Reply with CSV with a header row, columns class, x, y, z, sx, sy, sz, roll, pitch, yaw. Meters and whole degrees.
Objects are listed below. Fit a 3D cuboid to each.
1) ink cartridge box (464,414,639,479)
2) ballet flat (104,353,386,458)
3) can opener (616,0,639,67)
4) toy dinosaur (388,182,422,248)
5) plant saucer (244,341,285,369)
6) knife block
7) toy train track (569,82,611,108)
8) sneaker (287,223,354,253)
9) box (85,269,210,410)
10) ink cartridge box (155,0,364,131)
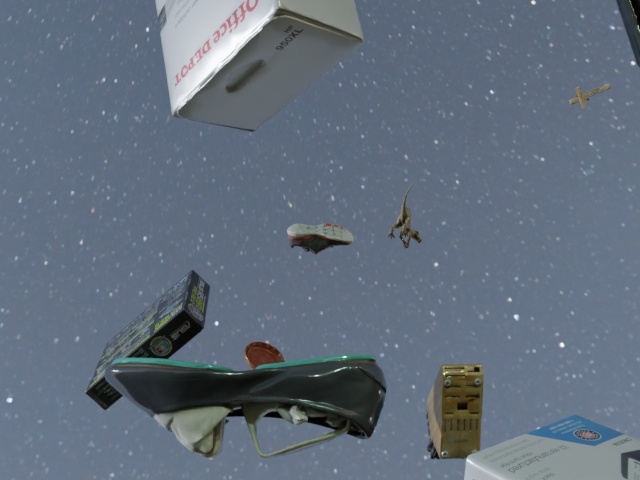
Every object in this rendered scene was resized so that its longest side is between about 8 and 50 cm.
class,x,y,z,sx,sy,sz,roll,pitch,yaw
ink cartridge box,0.330,0.309,0.694,0.223,0.307,0.129,-3,-79,-39
ballet flat,-0.055,0.116,0.479,0.203,0.074,0.074,-1,-53,3
can opener,0.508,-0.421,1.136,0.095,0.284,0.076,3,-22,-25
toy dinosaur,0.195,-0.045,1.598,0.053,0.093,0.183,9,-38,25
plant saucer,-0.108,0.228,1.313,0.083,0.083,0.013,17,-61,-22
knife block,0.289,0.373,1.538,0.088,0.242,0.276,-1,-79,-2
toy train track,0.549,-0.297,1.391,0.083,0.048,0.014,-22,-15,36
sneaker,0.000,0.000,1.612,0.157,0.061,0.065,7,-58,6
box,-0.353,0.200,1.428,0.270,0.216,0.060,-40,-72,7
ink cartridge box,-0.118,-0.408,1.046,0.166,0.395,0.285,5,-24,-41
